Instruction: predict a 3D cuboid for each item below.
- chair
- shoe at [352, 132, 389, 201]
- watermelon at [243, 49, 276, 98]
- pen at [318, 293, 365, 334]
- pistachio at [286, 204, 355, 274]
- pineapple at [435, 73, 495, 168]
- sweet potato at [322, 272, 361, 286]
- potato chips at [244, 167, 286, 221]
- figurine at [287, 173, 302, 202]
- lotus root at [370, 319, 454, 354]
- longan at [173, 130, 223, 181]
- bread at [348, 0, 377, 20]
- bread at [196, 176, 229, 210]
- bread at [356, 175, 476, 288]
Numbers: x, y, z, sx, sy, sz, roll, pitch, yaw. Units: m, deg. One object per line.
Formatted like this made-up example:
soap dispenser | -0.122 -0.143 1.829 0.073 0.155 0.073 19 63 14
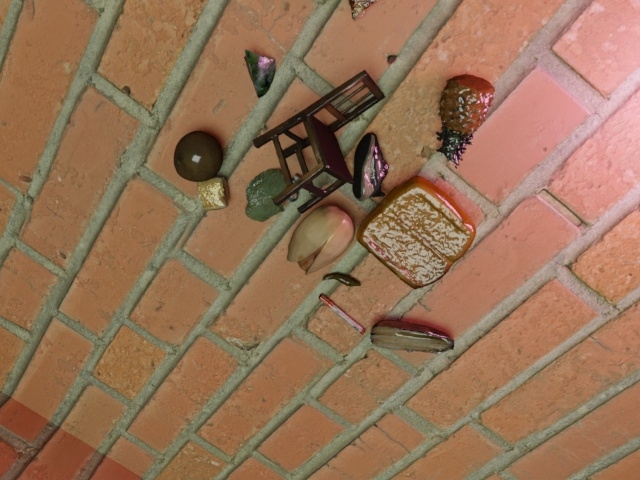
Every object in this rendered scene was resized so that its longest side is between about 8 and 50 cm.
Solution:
chair | 0.031 -0.291 1.515 0.415 0.203 0.241 -26 71 22
shoe | 0.175 -0.241 1.622 0.112 0.099 0.228 5 99 -25
watermelon | -0.194 -0.540 1.567 0.101 0.080 0.155 -16 114 -21
pen | 0.086 0.295 1.931 0.239 0.028 0.028 41 116 -10
pistachio | 0.000 0.000 1.715 0.187 0.188 0.299 37 121 -8
pineapple | 0.428 -0.360 1.495 0.157 0.158 0.279 12 130 5
sweet potato | 0.082 0.150 1.856 0.153 0.038 0.042 11 95 7
potato chips | -0.193 -0.150 1.741 0.166 0.059 0.229 21 119 17
figurine | -0.098 -0.185 1.720 0.059 0.047 0.106 22 116 -9
lotus root | 0.360 0.366 1.894 0.328 0.078 0.167 7 140 5
longan | -0.422 -0.287 1.669 0.187 0.167 0.167 -32 106 23
bread | 0.117 -0.741 1.403 0.154 0.054 0.136 -39 105 19
bread | -0.387 -0.171 1.765 0.105 0.082 0.125 -7 105 2
bread | 0.332 -0.034 1.662 0.337 0.148 0.328 37 112 -6
